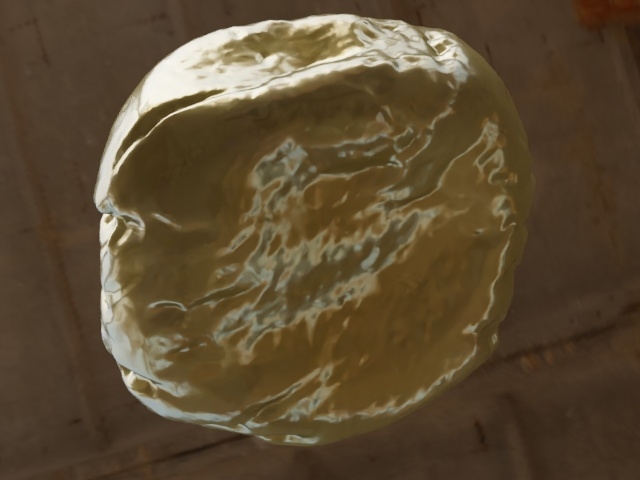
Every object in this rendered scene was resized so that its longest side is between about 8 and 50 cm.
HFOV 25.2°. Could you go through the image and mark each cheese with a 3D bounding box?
[{"bbox_3d":[0.000,0.000,0.713,0.226,0.117,0.214,-8,-64,-14],"label":"cheese"}]
